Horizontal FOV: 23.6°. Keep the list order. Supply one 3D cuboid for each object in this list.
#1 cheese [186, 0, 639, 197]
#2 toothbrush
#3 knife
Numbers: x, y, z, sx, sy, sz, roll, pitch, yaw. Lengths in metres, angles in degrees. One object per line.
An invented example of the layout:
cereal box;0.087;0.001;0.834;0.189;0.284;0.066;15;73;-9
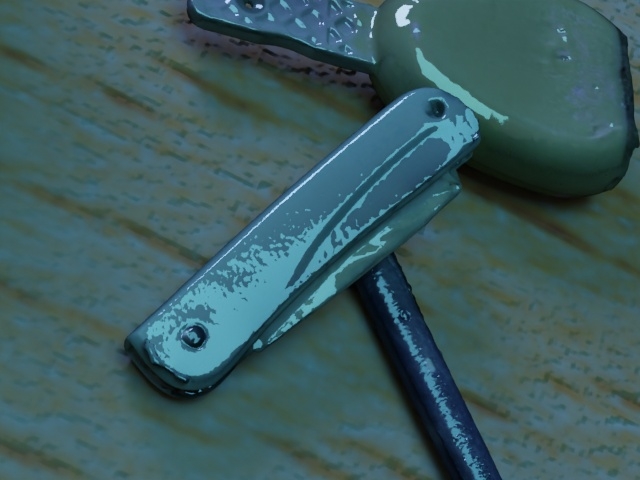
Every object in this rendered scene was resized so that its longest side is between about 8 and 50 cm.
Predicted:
cheese;0.038;-0.077;0.620;0.192;0.037;0.097;14;57;-19
toothbrush;0.061;0.096;0.547;0.024;0.026;0.288;-14;69;-32
knife;0.000;0.000;0.553;0.044;0.023;0.162;46;65;5
